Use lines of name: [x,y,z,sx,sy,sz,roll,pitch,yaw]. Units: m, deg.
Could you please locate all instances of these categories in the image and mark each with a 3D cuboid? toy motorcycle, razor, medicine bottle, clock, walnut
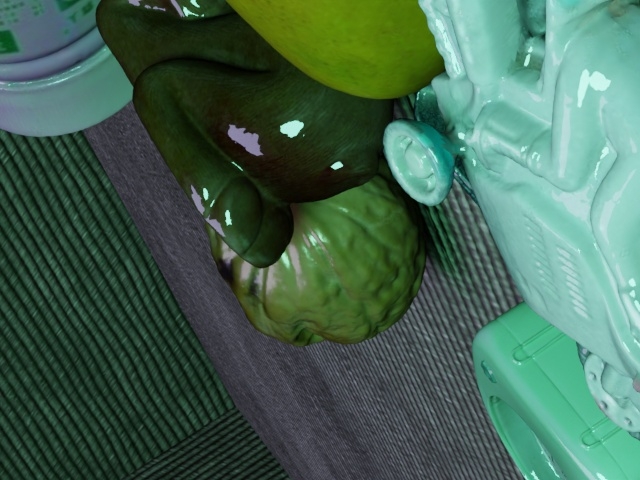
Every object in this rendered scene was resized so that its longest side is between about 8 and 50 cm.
toy motorcycle: [0.124,-0.025,0.720,0.171,0.110,0.260,4,120,59]
razor: [0.102,-0.019,1.034,0.190,0.033,0.066,56,171,9]
medicine bottle: [-0.282,-0.268,1.679,0.212,0.212,0.325,52,169,33]
clock: [0.159,0.127,1.137,0.148,0.060,0.188,52,170,29]
walnut: [0.000,0.000,1.299,0.155,0.155,0.184,53,174,25]

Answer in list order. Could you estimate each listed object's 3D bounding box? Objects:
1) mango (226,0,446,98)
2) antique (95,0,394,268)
mango: [-0.011,-0.172,0.808,0.254,0.139,0.175,53,-178,-17]
antique: [-0.047,-0.114,1.187,0.121,0.143,0.257,38,-166,-42]
